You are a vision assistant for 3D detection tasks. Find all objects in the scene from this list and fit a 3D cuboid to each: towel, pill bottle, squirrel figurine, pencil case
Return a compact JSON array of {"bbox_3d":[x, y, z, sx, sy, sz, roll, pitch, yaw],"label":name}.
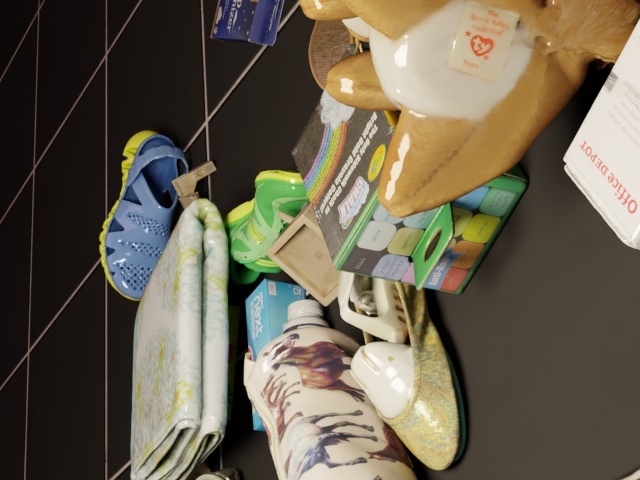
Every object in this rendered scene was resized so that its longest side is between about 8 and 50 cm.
[{"bbox_3d":[-0.210,0.171,2.182,0.320,0.090,0.375,128,145,-55],"label":"towel"},{"bbox_3d":[-0.018,0.145,1.968,0.067,0.067,0.120,-43,43,50],"label":"pill bottle"},{"bbox_3d":[0.178,-0.263,1.537,0.370,0.397,0.281,-95,-18,-69],"label":"squirrel figurine"},{"bbox_3d":[0.020,0.285,1.705,0.410,0.183,0.160,-110,33,-48],"label":"pencil case"}]

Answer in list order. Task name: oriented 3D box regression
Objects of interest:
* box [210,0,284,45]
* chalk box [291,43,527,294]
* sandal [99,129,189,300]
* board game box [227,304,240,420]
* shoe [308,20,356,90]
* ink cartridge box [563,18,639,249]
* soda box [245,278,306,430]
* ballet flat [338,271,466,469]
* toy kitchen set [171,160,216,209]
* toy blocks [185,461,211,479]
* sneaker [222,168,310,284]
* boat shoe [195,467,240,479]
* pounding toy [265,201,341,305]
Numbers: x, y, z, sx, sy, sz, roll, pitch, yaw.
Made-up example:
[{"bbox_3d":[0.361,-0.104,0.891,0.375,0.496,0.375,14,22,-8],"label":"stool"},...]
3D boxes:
[{"bbox_3d":[-0.121,-0.402,2.431,0.225,0.036,0.136,20,98,62],"label":"box"},{"bbox_3d":[0.108,-0.064,1.680,0.180,0.179,0.289,-60,33,32],"label":"chalk box"},{"bbox_3d":[-0.309,-0.051,2.576,0.138,0.126,0.317,-7,75,58],"label":"sandal"},{"bbox_3d":[-0.172,0.197,2.281,0.092,0.043,0.181,-23,59,60],"label":"board game box"},{"bbox_3d":[0.026,-0.313,2.089,0.076,0.058,0.219,-11,71,29],"label":"shoe"},{"bbox_3d":[0.337,-0.114,1.337,0.218,0.092,0.158,-63,30,26],"label":"ink cartridge box"},{"bbox_3d":[-0.058,0.165,2.041,0.071,0.067,0.210,-46,40,47],"label":"soda box"},{"bbox_3d":[0.083,0.116,1.727,0.123,0.123,0.349,-51,37,43],"label":"ballet flat"},{"bbox_3d":[-0.197,-0.083,2.460,0.083,0.075,0.068,63,159,-11],"label":"toy kitchen set"},{"bbox_3d":[-0.230,0.409,2.301,0.148,0.054,0.123,-12,69,62],"label":"toy blocks"},{"bbox_3d":[-0.062,-0.019,2.102,0.295,0.109,0.124,134,131,-58],"label":"sneaker"},{"bbox_3d":[-0.164,0.448,2.143,0.081,0.068,0.228,20,106,23],"label":"boat shoe"},{"bbox_3d":[0.000,0.000,1.922,0.100,0.130,0.141,-51,4,-41],"label":"pounding toy"}]
